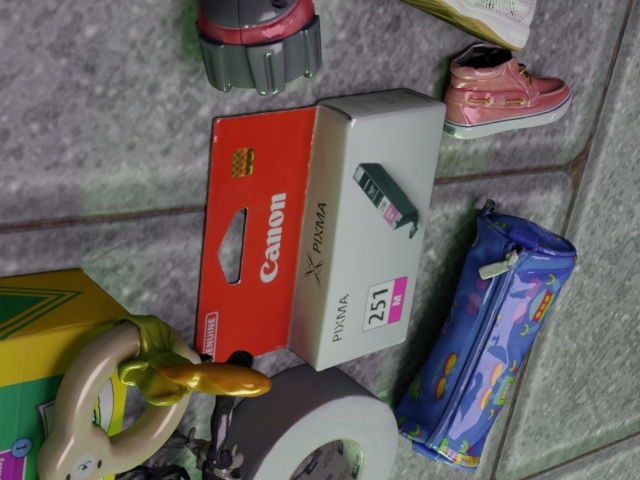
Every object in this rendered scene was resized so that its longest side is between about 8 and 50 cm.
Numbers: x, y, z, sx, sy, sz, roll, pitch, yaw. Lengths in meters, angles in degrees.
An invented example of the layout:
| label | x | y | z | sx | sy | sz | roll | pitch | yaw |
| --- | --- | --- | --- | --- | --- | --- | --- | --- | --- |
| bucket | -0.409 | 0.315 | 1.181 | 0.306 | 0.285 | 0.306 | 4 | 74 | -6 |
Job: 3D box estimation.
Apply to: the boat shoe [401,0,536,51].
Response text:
| label | x | y | z | sx | sy | sz | roll | pitch | yaw |
| --- | --- | --- | --- | --- | --- | --- | --- | --- | --- |
| boat shoe | 0.118 | -0.253 | 0.970 | 0.277 | 0.098 | 0.096 | 8 | 108 | -55 |

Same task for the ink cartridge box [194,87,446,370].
| label | x | y | z | sx | sy | sz | roll | pitch | yaw |
| --- | --- | --- | --- | --- | --- | --- | --- | --- | --- |
| ink cartridge box | 0.000 | 0.000 | 1.034 | 0.239 | 0.060 | 0.275 | -15 | 123 | -39 |

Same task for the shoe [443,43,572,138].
| label | x | y | z | sx | sy | sz | roll | pitch | yaw |
| --- | --- | --- | --- | --- | --- | --- | --- | --- | --- |
| shoe | 0.202 | -0.165 | 1.119 | 0.178 | 0.063 | 0.081 | -17 | 130 | -31 |

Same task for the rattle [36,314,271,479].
| label | x | y | z | sx | sy | sz | roll | pitch | yaw |
| --- | --- | --- | --- | --- | --- | --- | --- | --- | --- |
| rattle | -0.139 | 0.166 | 0.797 | 0.199 | 0.143 | 0.130 | -55 | 159 | -17 |

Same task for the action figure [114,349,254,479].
| label | x | y | z | sx | sy | sz | roll | pitch | yaw |
| --- | --- | --- | --- | --- | --- | --- | --- | --- | --- |
| action figure | -0.126 | 0.237 | 0.989 | 0.141 | 0.164 | 0.275 | -19 | 117 | -48 |

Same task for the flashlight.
| label | x | y | z | sx | sy | sz | roll | pitch | yaw |
| --- | --- | --- | --- | --- | --- | --- | --- | --- | --- |
| flashlight | -0.062 | -0.261 | 0.788 | 0.103 | 0.103 | 0.304 | -28 | 132 | -25 |

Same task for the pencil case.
| label | x | y | z | sx | sy | sz | roll | pitch | yaw |
| --- | --- | --- | --- | --- | --- | --- | --- | --- | --- |
| pencil case | 0.184 | 0.114 | 1.225 | 0.306 | 0.119 | 0.133 | -67 | 161 | 10 |

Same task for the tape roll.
| label | x | y | z | sx | sy | sz | roll | pitch | yaw |
| --- | --- | --- | --- | --- | --- | --- | --- | --- | --- |
| tape roll | -0.019 | 0.245 | 1.151 | 0.219 | 0.072 | 0.219 | -23 | 128 | -33 |

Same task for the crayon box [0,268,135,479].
| label | x | y | z | sx | sy | sz | roll | pitch | yaw |
| --- | --- | --- | --- | --- | --- | --- | --- | --- | --- |
| crayon box | -0.320 | 0.220 | 0.828 | 0.313 | 0.106 | 0.362 | -8 | 118 | -43 |
